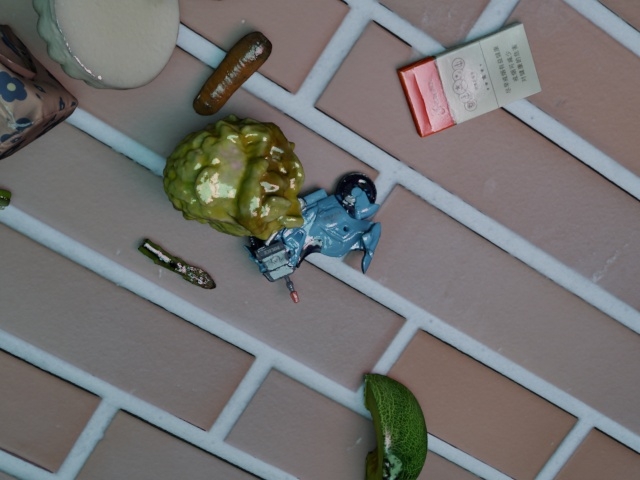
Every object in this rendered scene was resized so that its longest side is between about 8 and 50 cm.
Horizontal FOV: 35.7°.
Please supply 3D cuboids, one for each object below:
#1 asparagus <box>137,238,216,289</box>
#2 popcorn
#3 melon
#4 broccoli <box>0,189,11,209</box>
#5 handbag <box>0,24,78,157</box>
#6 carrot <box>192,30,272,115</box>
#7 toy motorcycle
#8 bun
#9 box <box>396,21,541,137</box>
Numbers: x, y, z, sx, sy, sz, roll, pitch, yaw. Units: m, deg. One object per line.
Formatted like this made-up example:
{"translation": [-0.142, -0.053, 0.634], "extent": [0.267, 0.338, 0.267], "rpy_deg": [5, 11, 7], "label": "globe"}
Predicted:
{"translation": [-0.266, 0.048, 1.863], "extent": [0.165, 0.030, 0.036], "rpy_deg": [30, 91, -16], "label": "asparagus"}
{"translation": [-0.142, -0.112, 1.727], "extent": [0.259, 0.259, 0.212], "rpy_deg": [11, 81, -12], "label": "popcorn"}
{"translation": [0.160, 0.411, 1.974], "extent": [0.129, 0.169, 0.265], "rpy_deg": [-2, 110, -9], "label": "melon"}
{"translation": [-0.643, -0.102, 1.730], "extent": [0.204, 0.118, 0.122], "rpy_deg": [24, 73, -31], "label": "broccoli"}
{"translation": [-0.538, -0.238, 1.619], "extent": [0.190, 0.251, 0.193], "rpy_deg": [-30, 101, 10], "label": "handbag"}
{"translation": [-0.159, -0.294, 1.756], "extent": [0.060, 0.060, 0.186], "rpy_deg": [42, 103, -18], "label": "carrot"}
{"translation": [0.000, 0.000, 1.851], "extent": [0.272, 0.123, 0.182], "rpy_deg": [-24, 88, -2], "label": "toy motorcycle"}
{"translation": [-0.377, -0.375, 1.645], "extent": [0.263, 0.175, 0.263], "rpy_deg": [-2, 92, -47], "label": "bun"}
{"translation": [0.276, -0.296, 1.832], "extent": [0.245, 0.035, 0.139], "rpy_deg": [-23, 110, -1], "label": "box"}
